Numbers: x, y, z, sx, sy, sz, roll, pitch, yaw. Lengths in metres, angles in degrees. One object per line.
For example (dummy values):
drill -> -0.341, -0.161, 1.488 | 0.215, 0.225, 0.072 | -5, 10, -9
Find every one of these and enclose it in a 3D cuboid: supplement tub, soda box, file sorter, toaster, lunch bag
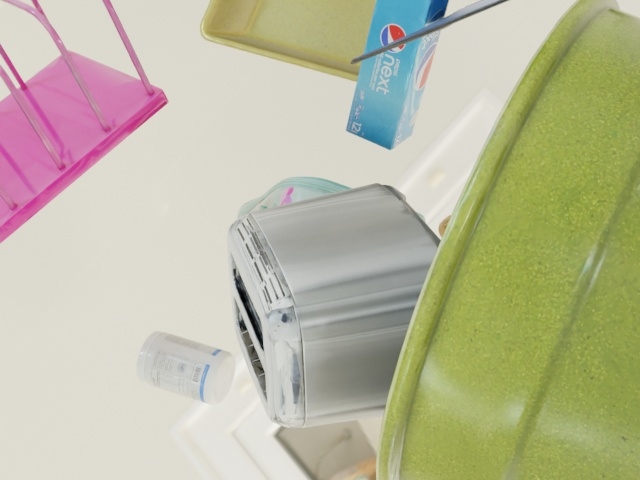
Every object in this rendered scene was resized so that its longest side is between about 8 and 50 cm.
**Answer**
supplement tub -> -0.167, 0.159, 1.150 | 0.071, 0.107, 0.071 | 15, 90, -72
soda box -> 0.097, -0.226, 1.157 | 0.067, 0.071, 0.210 | -38, 149, -50
file sorter -> -0.360, -0.157, 0.993 | 0.290, 0.202, 0.182 | -45, 139, -22
toaster -> 0.017, 0.050, 0.677 | 0.147, 0.227, 0.129 | -10, 120, -13
lunch bag -> 0.000, 0.000, 1.259 | 0.279, 0.224, 0.107 | -28, -134, 63

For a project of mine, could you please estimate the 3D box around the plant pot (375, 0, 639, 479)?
plant pot -> 0.275, 0.077, 0.567 | 0.366, 0.353, 0.366 | -50, 154, -36

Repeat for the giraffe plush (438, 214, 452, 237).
giraffe plush -> 0.287, 0.068, 1.611 | 0.170, 0.210, 0.181 | -62, -167, -12

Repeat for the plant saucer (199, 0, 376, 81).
plant saucer -> 0.035, -0.388, 1.352 | 0.081, 0.333, 0.332 | 52, 57, -71

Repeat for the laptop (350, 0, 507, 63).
laptop -> 0.241, -0.378, 0.915 | 0.382, 0.236, 0.407 | -40, 144, -56

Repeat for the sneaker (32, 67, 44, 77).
sneaker -> -0.392, -0.166, 1.297 | 0.068, 0.071, 0.169 | 14, 88, -42
